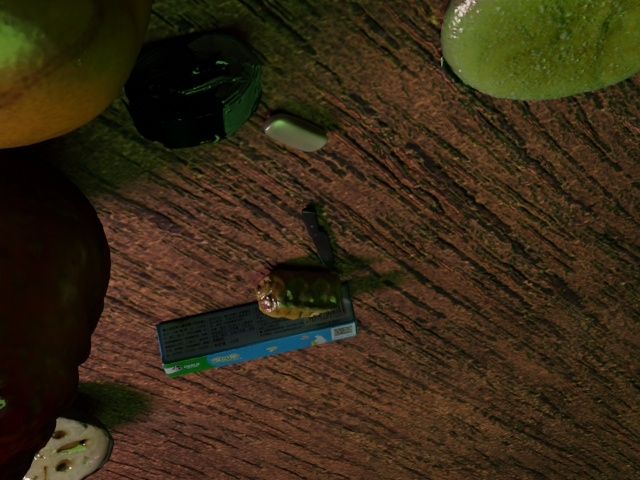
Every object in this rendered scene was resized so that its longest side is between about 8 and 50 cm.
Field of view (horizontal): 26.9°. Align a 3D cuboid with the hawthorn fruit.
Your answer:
[{"bbox_3d":[-0.413,0.070,1.317,0.403,0.402,0.403,-10,150,-6],"label":"hawthorn fruit"}]

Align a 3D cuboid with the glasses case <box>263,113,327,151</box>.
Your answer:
[{"bbox_3d":[-0.027,-0.118,1.470,0.032,0.021,0.083,-34,144,33],"label":"glasses case"}]

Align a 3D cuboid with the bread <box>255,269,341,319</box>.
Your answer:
[{"bbox_3d":[-0.033,0.071,1.748,0.110,0.060,0.066,2,131,-27],"label":"bread"}]

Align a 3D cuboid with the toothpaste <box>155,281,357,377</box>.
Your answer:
[{"bbox_3d":[-0.084,0.120,1.805,0.267,0.065,0.050,-13,153,-2],"label":"toothpaste"}]

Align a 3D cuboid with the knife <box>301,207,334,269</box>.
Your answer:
[{"bbox_3d":[0.000,0.000,1.691,0.023,0.010,0.170,-10,152,6],"label":"knife"}]

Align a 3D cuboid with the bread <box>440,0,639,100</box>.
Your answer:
[{"bbox_3d":[0.263,-0.233,1.376,0.301,0.045,0.301,-9,149,-5],"label":"bread"}]

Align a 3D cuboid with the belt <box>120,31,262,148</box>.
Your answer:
[{"bbox_3d":[-0.123,-0.148,1.301,0.140,0.105,0.058,-20,150,-8],"label":"belt"}]

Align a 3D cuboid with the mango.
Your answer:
[{"bbox_3d":[-0.323,-0.184,1.052,0.378,0.221,0.264,-7,153,6],"label":"mango"}]

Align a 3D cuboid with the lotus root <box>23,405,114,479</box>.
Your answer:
[{"bbox_3d":[-0.409,0.291,1.951,0.204,0.078,0.183,-29,134,11],"label":"lotus root"}]
